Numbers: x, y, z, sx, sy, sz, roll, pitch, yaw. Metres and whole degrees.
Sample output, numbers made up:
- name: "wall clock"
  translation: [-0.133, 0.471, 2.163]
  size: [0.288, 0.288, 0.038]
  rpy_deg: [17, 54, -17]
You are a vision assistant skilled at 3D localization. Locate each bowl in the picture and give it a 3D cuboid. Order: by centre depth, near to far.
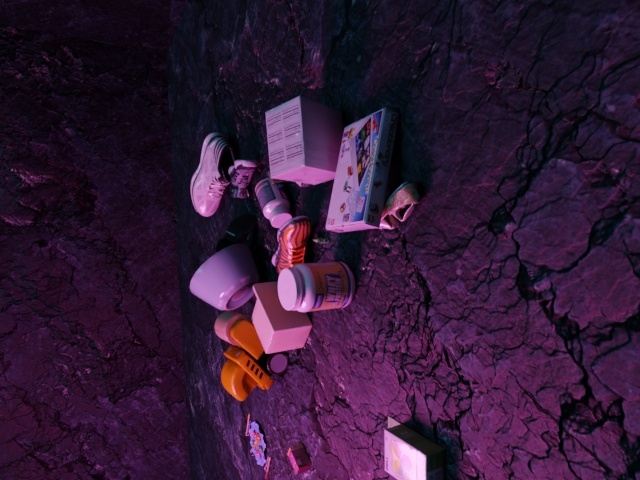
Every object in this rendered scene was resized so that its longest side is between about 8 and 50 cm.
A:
- name: "bowl"
  translation: [-0.381, 0.181, 1.893]
  size: [0.163, 0.311, 0.312]
  rpy_deg: [46, 134, 19]

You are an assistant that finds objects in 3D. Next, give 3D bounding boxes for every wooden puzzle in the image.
- name: "wooden puzzle"
  translation: [-0.158, -0.246, 1.671]
  size: [0.116, 0.078, 0.014]
  rpy_deg: [58, 159, 31]

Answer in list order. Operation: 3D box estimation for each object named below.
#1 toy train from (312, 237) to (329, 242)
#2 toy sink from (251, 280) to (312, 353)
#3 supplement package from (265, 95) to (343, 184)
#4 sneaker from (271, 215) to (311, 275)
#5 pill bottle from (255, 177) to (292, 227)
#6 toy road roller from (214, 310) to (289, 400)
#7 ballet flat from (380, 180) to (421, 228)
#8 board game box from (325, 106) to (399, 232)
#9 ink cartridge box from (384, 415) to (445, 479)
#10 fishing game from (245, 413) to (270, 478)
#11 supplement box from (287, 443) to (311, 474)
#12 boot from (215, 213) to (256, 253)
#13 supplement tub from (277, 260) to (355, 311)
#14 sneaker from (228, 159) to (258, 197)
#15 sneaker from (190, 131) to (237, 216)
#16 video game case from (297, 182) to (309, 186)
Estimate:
- name: "toy train"
  translation: [0.000, 0.000, 1.463]
  size: [0.083, 0.023, 0.017]
  rpy_deg: [6, 96, 59]
- name: "toy sink"
  translation: [-0.158, 0.278, 1.619]
  size: [0.234, 0.152, 0.131]
  rpy_deg: [55, 137, 41]
- name: "supplement package"
  translation: [-0.041, -0.289, 1.323]
  size: [0.149, 0.194, 0.203]
  rpy_deg: [-10, 82, 40]
- name: "sneaker"
  translation: [-0.072, 0.064, 1.508]
  size: [0.180, 0.124, 0.321]
  rpy_deg: [64, 156, 27]
- name: "pill bottle"
  translation: [-0.174, -0.140, 1.666]
  size: [0.108, 0.107, 0.180]
  rpy_deg: [-60, 43, 41]
- name: "toy road roller"
  translation: [-0.306, 0.456, 1.706]
  size: [0.330, 0.241, 0.202]
  rpy_deg: [50, 155, -20]
- name: "ballet flat"
  translation: [0.181, -0.068, 1.118]
  size: [0.067, 0.073, 0.206]
  rpy_deg: [61, 146, 15]
- name: "board game box"
  translation: [0.106, -0.178, 1.173]
  size: [0.193, 0.053, 0.306]
  rpy_deg: [-4, 72, 61]
- name: "ink cartridge box"
  translation: [0.212, 0.532, 1.097]
  size: [0.209, 0.062, 0.109]
  rpy_deg: [4, 96, 60]
- name: "fishing game"
  translation: [-0.290, 0.914, 1.981]
  size: [0.264, 0.041, 0.189]
  rpy_deg: [46, 132, 48]
- name: "supplement box"
  translation: [-0.076, 0.792, 1.601]
  size: [0.083, 0.054, 0.043]
  rpy_deg: [52, 135, 45]
- name: "boot"
  translation: [-0.376, 0.026, 1.997]
  size: [0.091, 0.263, 0.229]
  rpy_deg: [32, 158, 16]
- name: "supplement tub"
  translation: [-0.013, 0.138, 1.320]
  size: [0.144, 0.199, 0.145]
  rpy_deg: [6, 97, 59]
- name: "sneaker"
  translation: [-0.337, -0.267, 1.948]
  size: [0.268, 0.101, 0.153]
  rpy_deg: [175, 92, -65]
- name: "sneaker"
  translation: [-0.528, -0.288, 2.193]
  size: [0.257, 0.169, 0.448]
  rpy_deg: [48, 128, 50]
- name: "video game case"
  translation: [-0.084, -0.330, 1.569]
  size: [0.232, 0.041, 0.211]
  rpy_deg: [45, 128, 49]
